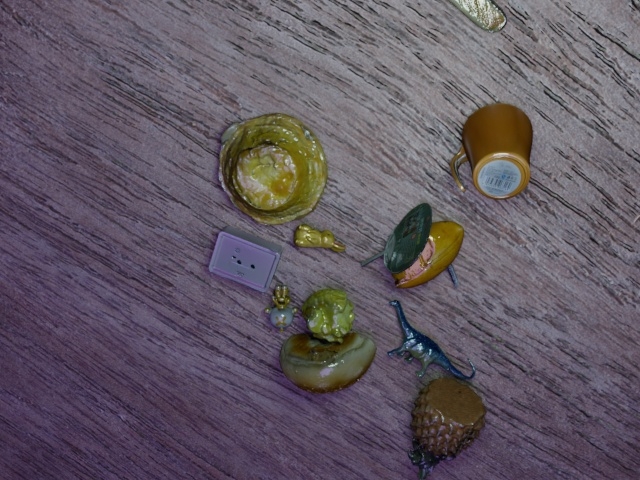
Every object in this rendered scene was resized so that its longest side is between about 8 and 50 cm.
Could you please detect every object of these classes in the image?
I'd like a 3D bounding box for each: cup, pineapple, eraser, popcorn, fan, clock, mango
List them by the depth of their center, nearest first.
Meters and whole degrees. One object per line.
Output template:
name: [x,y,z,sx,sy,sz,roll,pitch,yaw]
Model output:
cup: [0.434,-0.212,1.453,0.226,0.263,0.182,-31,113,30]
fan: [0.228,-0.011,1.621,0.012,0.294,0.223,30,82,-20]
mango: [0.302,0.034,1.635,0.252,0.126,0.154,-39,105,13]
eraser: [0.392,0.096,1.699,0.019,0.027,0.099,-22,108,9]
popcorn: [0.028,0.234,1.746,0.174,0.142,0.173,-6,67,14]
clock: [-0.230,0.058,1.761,0.197,0.063,0.150,21,114,1]
pineapple: [0.379,0.625,1.832,0.223,0.222,0.357,15,121,3]

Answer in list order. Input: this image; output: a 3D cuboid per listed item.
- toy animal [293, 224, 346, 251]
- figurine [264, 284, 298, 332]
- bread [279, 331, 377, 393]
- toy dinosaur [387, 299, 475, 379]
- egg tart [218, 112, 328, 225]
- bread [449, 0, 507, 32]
toy animal: [0.000,-0.002,1.708,0.160,0.083,0.070,12,87,-8]
figurine: [-0.119,0.214,1.810,0.102,0.068,0.143,23,97,-8]
bread: [0.019,0.396,1.788,0.315,0.192,0.171,-7,109,12]
toy dinosaur: [0.314,0.345,1.786,0.363,0.076,0.147,41,105,-4]
egg tart: [-0.144,-0.189,1.616,0.342,0.129,0.340,4,113,9]
bread: [0.372,-0.595,1.409,0.214,0.053,0.073,36,117,-9]
